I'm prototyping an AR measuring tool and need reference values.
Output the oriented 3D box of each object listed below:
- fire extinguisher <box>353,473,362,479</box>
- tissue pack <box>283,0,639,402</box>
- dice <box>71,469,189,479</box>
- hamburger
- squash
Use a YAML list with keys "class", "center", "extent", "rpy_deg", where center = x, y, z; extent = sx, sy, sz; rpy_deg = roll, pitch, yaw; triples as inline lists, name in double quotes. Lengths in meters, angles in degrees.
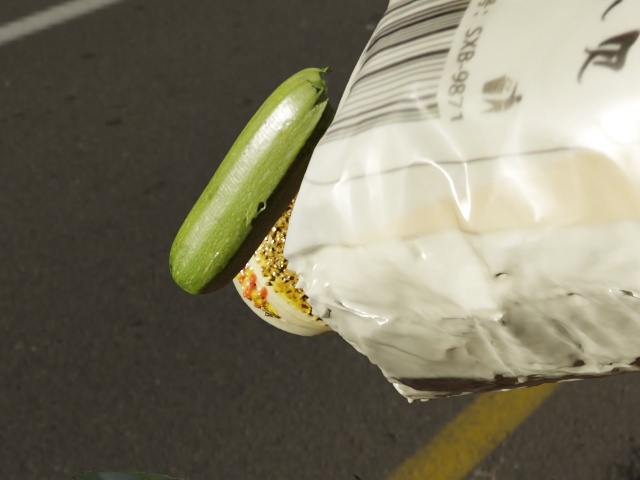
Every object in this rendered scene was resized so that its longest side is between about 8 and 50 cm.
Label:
- class: "fire extinguisher"
  center: [0.025, 0.236, 1.089]
  extent: [0.038, 0.083, 0.025]
  rpy_deg: [21, 23, -14]
- class: "tissue pack"
  center: [0.169, -0.110, 0.617]
  extent: [0.390, 0.195, 0.375]
  rpy_deg: [-8, 53, 48]
- class: "dice"
  center: [-0.219, 0.435, 1.569]
  extent: [0.250, 0.254, 0.252]
  rpy_deg: [15, 6, 1]
- class: "hamburger"
  center: [0.000, 0.000, 1.817]
  extent: [0.294, 0.179, 0.276]
  rpy_deg: [4, 69, -21]
- class: "squash"
  center: [-0.053, -0.046, 1.042]
  extent: [0.069, 0.239, 0.069]
  rpy_deg: [26, 31, -17]
